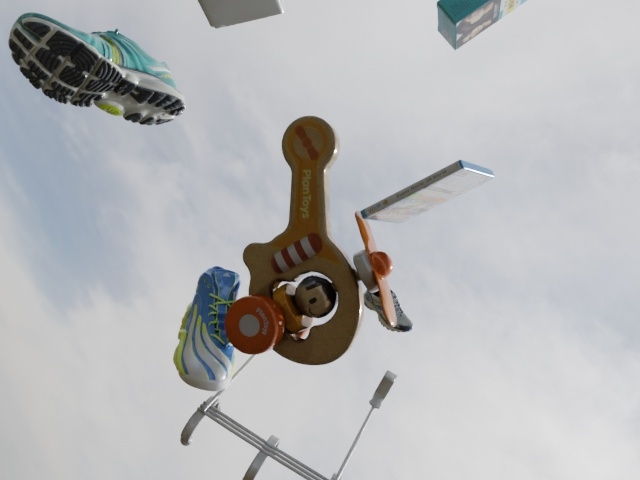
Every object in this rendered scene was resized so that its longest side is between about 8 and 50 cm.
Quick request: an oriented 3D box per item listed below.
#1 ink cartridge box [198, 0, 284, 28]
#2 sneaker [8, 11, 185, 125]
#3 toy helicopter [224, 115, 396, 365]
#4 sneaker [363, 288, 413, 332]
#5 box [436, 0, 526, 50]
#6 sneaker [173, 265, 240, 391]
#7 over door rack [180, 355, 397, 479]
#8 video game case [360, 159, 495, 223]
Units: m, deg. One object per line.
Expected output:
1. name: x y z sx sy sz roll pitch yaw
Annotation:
1. ink cartridge box: -0.108 -0.359 0.780 0.212 0.093 0.154 68 18 -55
2. sneaker: -0.310 -0.245 1.029 0.107 0.275 0.109 -29 -116 26
3. toy helicopter: 0.000 0.000 1.049 0.235 0.140 0.354 1 -90 22
4. sneaker: 0.136 0.132 1.483 0.135 0.052 0.058 40 -49 34
5. box: 0.331 -0.463 1.363 0.060 0.244 0.100 55 0 18
6. sneaker: -0.165 0.115 1.096 0.240 0.091 0.126 -114 -145 -63
7. over door rack: -0.042 0.274 1.162 0.240 0.324 0.108 30 -55 8
8. video game case: 0.154 -0.067 1.059 0.166 0.119 0.015 -27 -107 30
